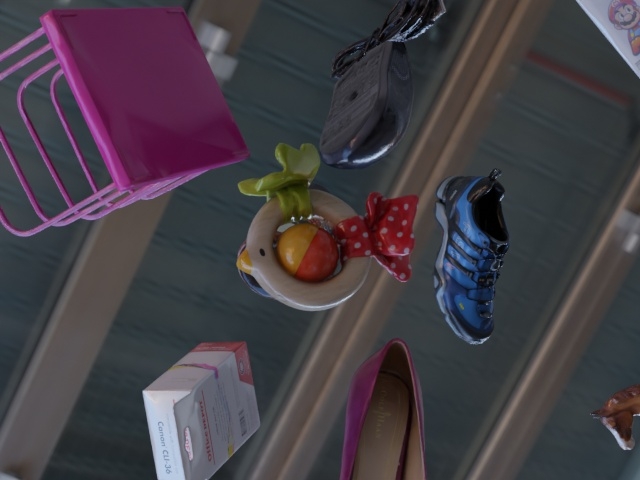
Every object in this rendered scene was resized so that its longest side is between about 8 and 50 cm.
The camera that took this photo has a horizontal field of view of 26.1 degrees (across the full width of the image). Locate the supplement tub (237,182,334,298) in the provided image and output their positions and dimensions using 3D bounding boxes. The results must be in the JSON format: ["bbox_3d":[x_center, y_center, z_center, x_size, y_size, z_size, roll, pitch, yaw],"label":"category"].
[{"bbox_3d":[-0.039,-0.008,1.945,0.106,0.106,0.198,27,-145,3],"label":"supplement tub"}]

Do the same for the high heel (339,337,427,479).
[{"bbox_3d":[0.077,0.307,1.682,0.127,0.181,0.377,2,-132,-10],"label":"high heel"}]

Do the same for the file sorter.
[{"bbox_3d":[-0.254,-0.137,1.594,0.202,0.182,0.291,65,-156,1],"label":"file sorter"}]

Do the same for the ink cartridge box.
[{"bbox_3d":[-0.145,0.204,1.612,0.067,0.115,0.198,-3,-165,22],"label":"ink cartridge box"}]

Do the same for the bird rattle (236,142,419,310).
[{"bbox_3d":[0.000,0.000,1.799,0.253,0.207,0.143,34,155,-10],"label":"bird rattle"}]

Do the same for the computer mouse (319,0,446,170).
[{"bbox_3d":[0.075,-0.178,1.716,0.072,0.188,0.272,39,-138,-23],"label":"computer mouse"}]

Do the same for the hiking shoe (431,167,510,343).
[{"bbox_3d":[0.271,0.032,2.428,0.113,0.304,0.132,-6,179,-35],"label":"hiking shoe"}]

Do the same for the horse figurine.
[{"bbox_3d":[0.445,0.175,1.469,0.174,0.263,0.066,51,-156,-12],"label":"horse figurine"}]

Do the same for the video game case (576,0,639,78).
[{"bbox_3d":[0.306,-0.236,1.213,0.143,0.157,0.019,49,-156,-5],"label":"video game case"}]
